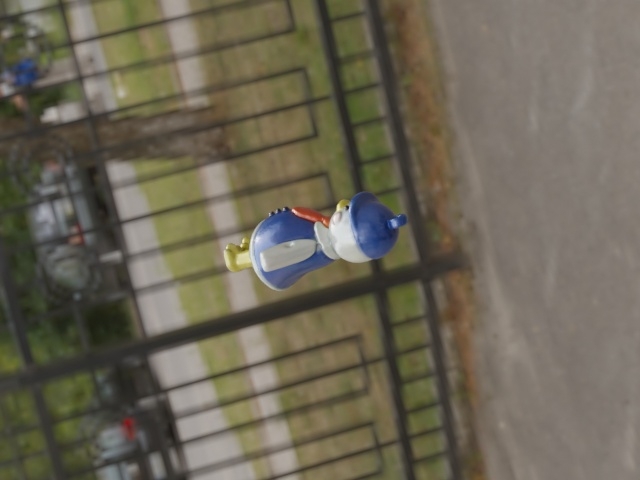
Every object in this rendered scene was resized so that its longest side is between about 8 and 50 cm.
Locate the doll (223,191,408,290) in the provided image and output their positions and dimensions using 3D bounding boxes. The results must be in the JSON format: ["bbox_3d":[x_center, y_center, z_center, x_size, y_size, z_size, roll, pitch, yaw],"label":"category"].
[{"bbox_3d":[0.000,0.000,1.117,0.099,0.143,0.058,-25,-80,-55],"label":"doll"}]
